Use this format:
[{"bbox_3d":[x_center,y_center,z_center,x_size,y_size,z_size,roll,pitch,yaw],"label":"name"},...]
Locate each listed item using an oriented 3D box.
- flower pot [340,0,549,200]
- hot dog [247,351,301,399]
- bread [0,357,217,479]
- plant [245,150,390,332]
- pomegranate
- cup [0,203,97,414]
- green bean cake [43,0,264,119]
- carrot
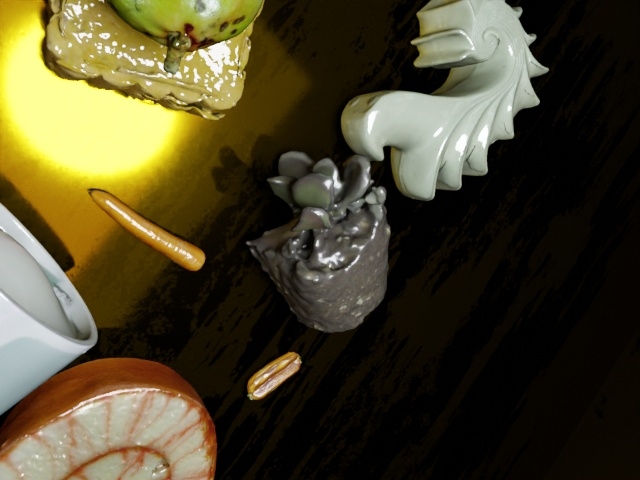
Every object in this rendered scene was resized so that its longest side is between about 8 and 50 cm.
[{"bbox_3d":[0.221,-0.246,0.802,0.254,0.164,0.368,42,81,-30],"label":"flower pot"},{"bbox_3d":[-0.086,0.247,0.846,0.122,0.037,0.049,-29,109,-29],"label":"hot dog"},{"bbox_3d":[-0.303,0.339,0.681,0.295,0.114,0.328,-22,116,-28],"label":"bread"},{"bbox_3d":[0.000,0.000,0.717,0.188,0.198,0.276,-33,128,-25],"label":"plant"},{"bbox_3d":[-0.123,-0.278,0.427,0.156,0.156,0.220,26,56,-37],"label":"pomegranate"},{"bbox_3d":[-0.445,0.053,0.427,0.274,0.259,0.357,-40,93,-16],"label":"cup"},{"bbox_3d":[-0.192,-0.274,0.534,0.223,0.131,0.230,5,100,-37],"label":"green bean cake"},{"bbox_3d":[-0.243,-0.012,0.648,0.190,0.037,0.037,39,83,-35],"label":"carrot"}]
